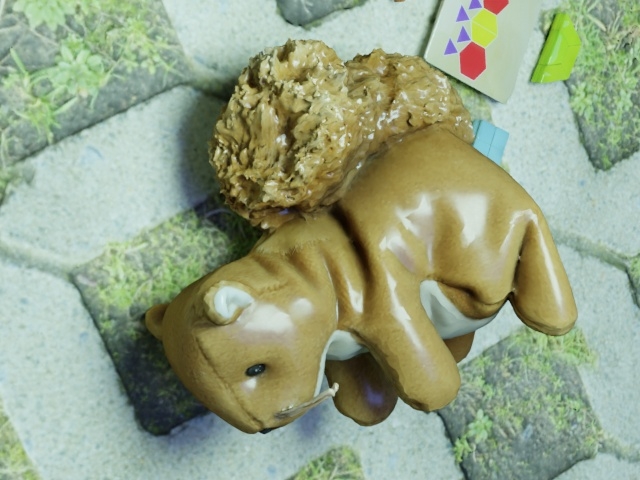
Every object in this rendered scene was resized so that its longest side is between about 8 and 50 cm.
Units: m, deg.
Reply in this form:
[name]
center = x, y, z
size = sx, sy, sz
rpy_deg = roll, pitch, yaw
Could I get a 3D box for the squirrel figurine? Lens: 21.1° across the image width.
[squirrel figurine]
center = 0.000, 0.000, 1.707
size = 0.370, 0.281, 0.397
rpy_deg = -18, 94, -23

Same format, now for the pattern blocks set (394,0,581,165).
[pattern blocks set]
center = 0.185, -0.258, 1.908
size = 0.285, 0.026, 0.324
rpy_deg = 34, 77, -35
